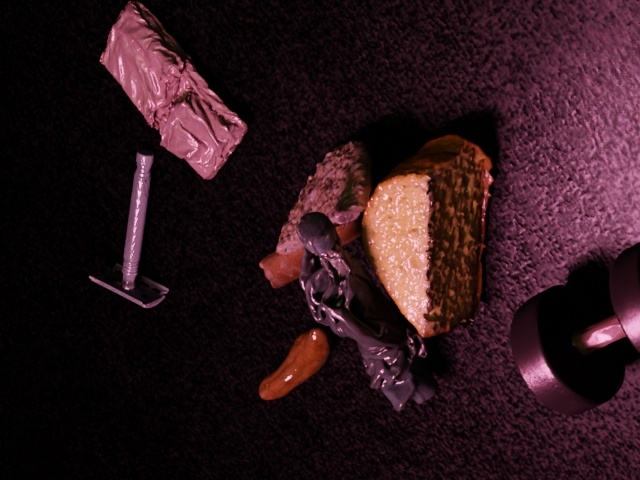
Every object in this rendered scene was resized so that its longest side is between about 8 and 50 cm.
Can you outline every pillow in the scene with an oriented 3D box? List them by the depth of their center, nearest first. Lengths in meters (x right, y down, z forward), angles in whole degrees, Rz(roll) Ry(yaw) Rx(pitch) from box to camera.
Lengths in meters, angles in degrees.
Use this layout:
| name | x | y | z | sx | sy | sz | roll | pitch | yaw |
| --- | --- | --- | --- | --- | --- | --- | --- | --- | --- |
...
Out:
| name | x | y | z | sx | sy | sz | roll | pitch | yaw |
| --- | --- | --- | --- | --- | --- | --- | --- | --- | --- |
| pillow | -0.211 | -0.203 | 2.259 | 0.248 | 0.049 | 0.135 | 51 | 137 | 10 |

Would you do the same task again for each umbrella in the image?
| name | x | y | z | sx | sy | sz | roll | pitch | yaw |
| --- | --- | --- | --- | --- | --- | --- | --- | --- | --- |
| umbrella | 0.044 | 0.087 | 2.076 | 0.143 | 0.094 | 0.349 | 37 | 166 | 40 |

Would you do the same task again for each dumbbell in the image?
| name | x | y | z | sx | sy | sz | roll | pitch | yaw |
| --- | --- | --- | --- | --- | --- | --- | --- | --- | --- |
| dumbbell | 0.344 | 0.099 | 1.905 | 0.218 | 0.152 | 0.152 | -32 | 90 | 43 |

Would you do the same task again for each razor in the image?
| name | x | y | z | sx | sy | sz | roll | pitch | yaw |
| --- | --- | --- | --- | --- | --- | --- | --- | --- | --- |
| razor | -0.266 | -0.024 | 2.393 | 0.106 | 0.068 | 0.232 | 25 | 119 | 25 |

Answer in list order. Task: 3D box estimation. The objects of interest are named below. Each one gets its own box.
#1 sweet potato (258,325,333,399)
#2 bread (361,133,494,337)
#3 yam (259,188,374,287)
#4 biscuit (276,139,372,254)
| name | x | y | z | sx | sy | sz | roll | pitch | yaw |
| --- | --- | --- | --- | --- | --- | --- | --- | --- | --- |
| sweet potato | -0.029 | 0.172 | 2.301 | 0.053 | 0.054 | 0.182 | 26 | 132 | -16 |
| bread | 0.126 | -0.014 | 2.037 | 0.134 | 0.129 | 0.260 | 20 | 123 | 39 |
| yam | 0.000 | 0.000 | 2.191 | 0.241 | 0.057 | 0.056 | -34 | 89 | 43 |
| biscuit | 0.012 | -0.064 | 2.101 | 0.032 | 0.133 | 0.250 | 24 | 158 | -17 |
